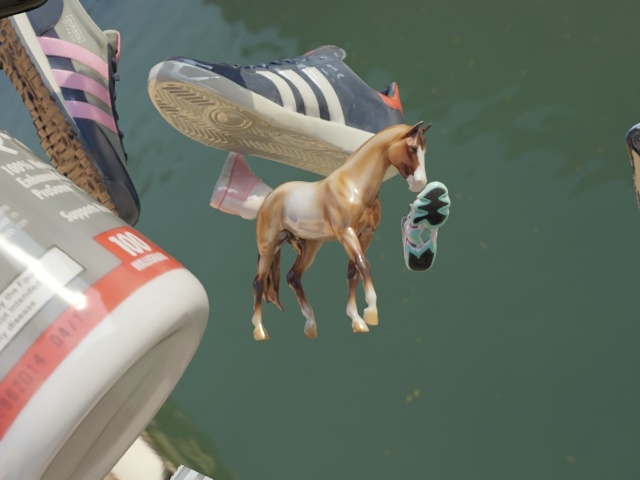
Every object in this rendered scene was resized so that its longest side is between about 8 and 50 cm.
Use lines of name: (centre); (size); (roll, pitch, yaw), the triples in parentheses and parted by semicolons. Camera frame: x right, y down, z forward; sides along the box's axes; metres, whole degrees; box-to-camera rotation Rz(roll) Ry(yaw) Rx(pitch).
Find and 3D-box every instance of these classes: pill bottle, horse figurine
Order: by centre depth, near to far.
pill bottle: (-0.267, 0.007, 0.736); (0.210, 0.363, 0.210); (-52, -8, -11)
horse figurine: (0.000, 0.000, 1.082); (0.263, 0.066, 0.174); (-15, 73, 55)

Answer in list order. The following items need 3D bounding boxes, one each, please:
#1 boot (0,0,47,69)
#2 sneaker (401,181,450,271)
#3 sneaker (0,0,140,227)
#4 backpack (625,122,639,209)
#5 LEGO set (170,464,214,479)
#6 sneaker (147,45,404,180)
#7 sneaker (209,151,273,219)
boot: (-0.275, -0.176, 0.970); (0.045, 0.121, 0.099); (109, 152, -54)
sneaker: (0.100, -0.025, 1.192); (0.069, 0.038, 0.098); (-102, 24, -60)
sneaker: (-0.253, -0.165, 1.306); (0.131, 0.319, 0.112); (-33, 16, -31)
backpack: (0.340, -0.074, 1.081); (0.114, 0.105, 0.084); (-20, 24, 1)
LEGO set: (-0.119, 0.358, 1.012); (0.255, 0.192, 0.331); (-55, -19, -40)
sneaker: (-0.046, -0.182, 1.458); (0.131, 0.350, 0.148); (-21, 58, 52)
sneaker: (-0.093, -0.064, 1.461); (0.134, 0.070, 0.051); (-86, 18, -66)
